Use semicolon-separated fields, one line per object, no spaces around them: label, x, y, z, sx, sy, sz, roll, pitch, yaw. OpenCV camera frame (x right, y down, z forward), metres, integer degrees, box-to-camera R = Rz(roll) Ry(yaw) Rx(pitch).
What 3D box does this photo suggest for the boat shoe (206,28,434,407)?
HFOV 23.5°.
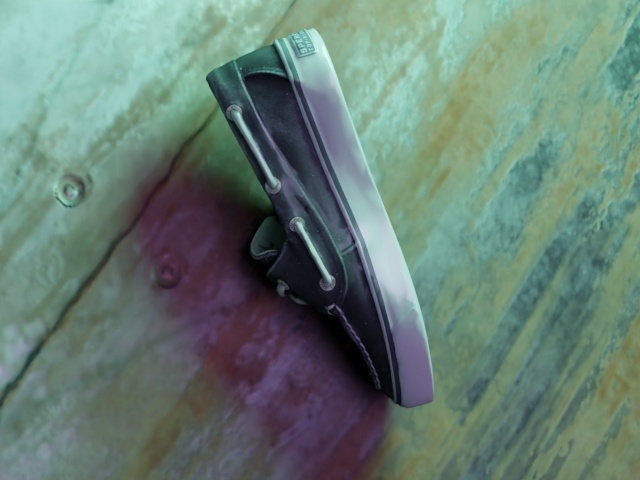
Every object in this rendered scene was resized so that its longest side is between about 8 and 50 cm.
boat shoe;0.000;0.000;1.126;0.102;0.108;0.301;-21;114;-1
